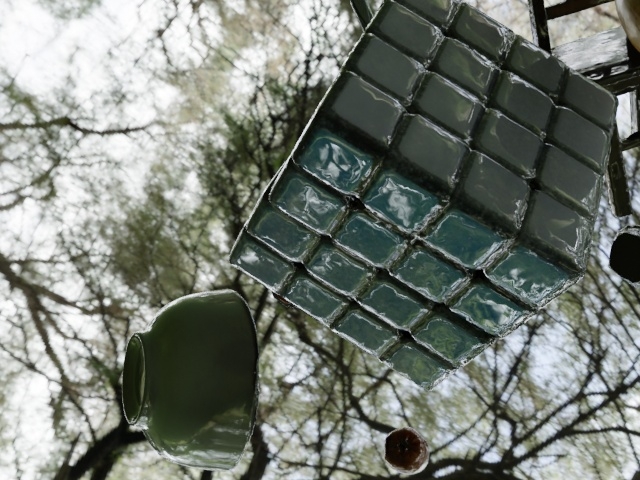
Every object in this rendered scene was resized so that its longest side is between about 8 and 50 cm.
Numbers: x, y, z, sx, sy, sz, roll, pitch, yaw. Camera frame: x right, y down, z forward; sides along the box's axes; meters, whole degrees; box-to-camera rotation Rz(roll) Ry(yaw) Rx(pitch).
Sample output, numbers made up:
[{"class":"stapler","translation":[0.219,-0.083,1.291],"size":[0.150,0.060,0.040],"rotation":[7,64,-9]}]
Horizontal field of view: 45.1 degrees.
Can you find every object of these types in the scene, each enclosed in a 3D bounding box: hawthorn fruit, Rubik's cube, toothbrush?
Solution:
[{"class":"hawthorn fruit","translation":[0.153,0.372,1.345],"size":[0.081,0.093,0.081],"rotation":[-9,-124,13]},{"class":"Rubik's cube","translation":[0.132,-0.073,1.007],"size":[0.344,0.344,0.337],"rotation":[-62,-177,-39]},{"class":"toothbrush","translation":[0.074,-0.430,1.418],"size":[0.035,0.042,0.413],"rotation":[-30,-115,20]}]

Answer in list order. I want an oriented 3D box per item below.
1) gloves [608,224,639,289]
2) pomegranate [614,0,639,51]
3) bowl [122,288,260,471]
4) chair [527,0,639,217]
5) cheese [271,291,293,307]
[{"class":"gloves","translation":[0.633,0.040,1.428],"size":[0.124,0.203,0.164],"rotation":[-50,-146,32]},{"class":"pomegranate","translation":[0.488,-0.316,0.935],"size":[0.248,0.248,0.248],"rotation":[-25,-131,32]},{"class":"bowl","translation":[-0.264,0.262,1.461],"size":[0.354,0.185,0.354],"rotation":[-18,-111,61]},{"class":"chair","translation":[0.446,-0.284,1.140],"size":[0.203,0.416,0.240],"rotation":[-17,-153,-1]},{"class":"cheese","translation":[0.000,0.000,1.296],"size":[0.256,0.106,0.037],"rotation":[-67,-172,-18]}]
